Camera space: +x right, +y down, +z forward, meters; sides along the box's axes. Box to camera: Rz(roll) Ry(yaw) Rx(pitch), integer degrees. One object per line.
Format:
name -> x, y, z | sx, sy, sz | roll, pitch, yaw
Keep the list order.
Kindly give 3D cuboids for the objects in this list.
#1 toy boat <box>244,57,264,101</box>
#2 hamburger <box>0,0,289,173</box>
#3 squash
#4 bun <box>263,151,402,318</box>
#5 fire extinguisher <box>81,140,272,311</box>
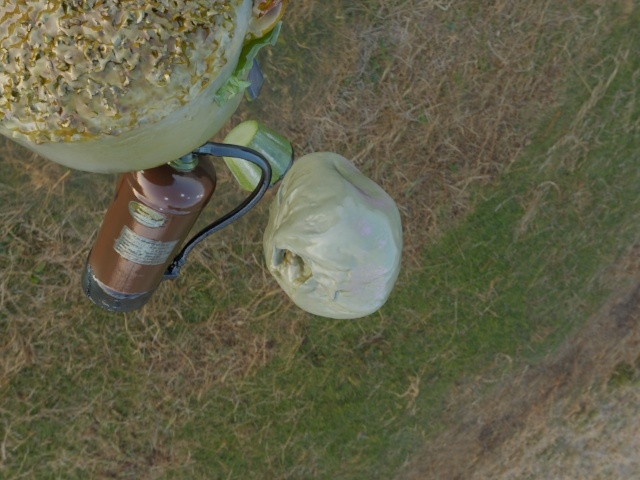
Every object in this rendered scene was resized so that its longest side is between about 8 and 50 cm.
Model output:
toy boat -> -0.105, -0.244, 0.665 | 0.016, 0.063, 0.115 | -8, 133, 17
hamburger -> -0.185, -0.201, 0.439 | 0.294, 0.276, 0.179 | -35, 163, -15
squash -> -0.163, -0.216, 1.271 | 0.170, 0.170, 0.123 | -42, 131, 5
bun -> 0.000, 0.000, 1.034 | 0.213, 0.361, 0.361 | -15, 122, -32
fire extinguisher -> -0.206, -0.045, 0.717 | 0.200, 0.113, 0.376 | -21, 160, -44
